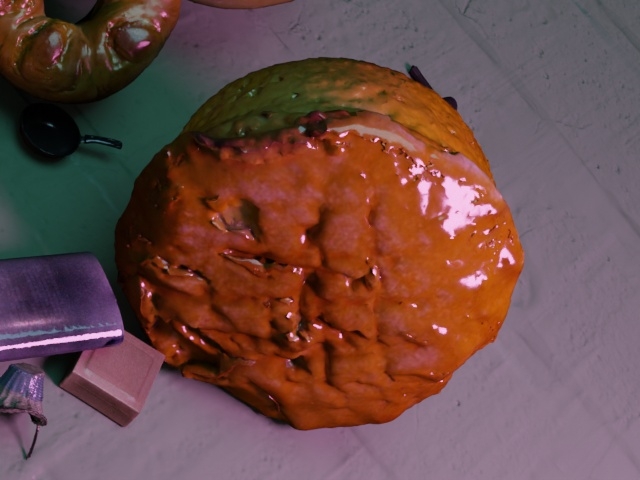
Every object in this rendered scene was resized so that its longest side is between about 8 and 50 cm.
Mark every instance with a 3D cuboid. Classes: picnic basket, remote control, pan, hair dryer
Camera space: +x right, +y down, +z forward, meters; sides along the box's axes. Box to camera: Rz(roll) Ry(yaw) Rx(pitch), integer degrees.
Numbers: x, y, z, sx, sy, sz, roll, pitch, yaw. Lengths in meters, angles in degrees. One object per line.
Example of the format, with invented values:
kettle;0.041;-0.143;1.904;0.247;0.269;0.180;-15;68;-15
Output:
picnic basket;-0.282;0.152;1.485;0.065;0.083;0.083;19;92;-28
remote control;-0.361;0.071;1.469;0.377;0.044;0.107;-6;54;-36
pan;-0.265;-0.107;1.720;0.115;0.023;0.068;14;50;-27
hair dryer;0.139;-0.194;2.116;0.047;0.026;0.083;-12;63;-44

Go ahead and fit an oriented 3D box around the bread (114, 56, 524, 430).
bread;0.000;0.000;1.617;0.398;0.398;0.215;32;31;-15

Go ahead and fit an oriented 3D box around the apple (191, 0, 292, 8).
apple;-0.106;-0.503;1.858;0.473;0.473;0.474;21;47;-25

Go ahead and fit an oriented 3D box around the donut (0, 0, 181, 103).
donut;-0.259;-0.249;1.698;0.226;0.114;0.227;1;88;-14

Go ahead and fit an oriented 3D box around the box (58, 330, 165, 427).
box;-0.201;0.125;1.585;0.079;0.035;0.083;34;43;-12
